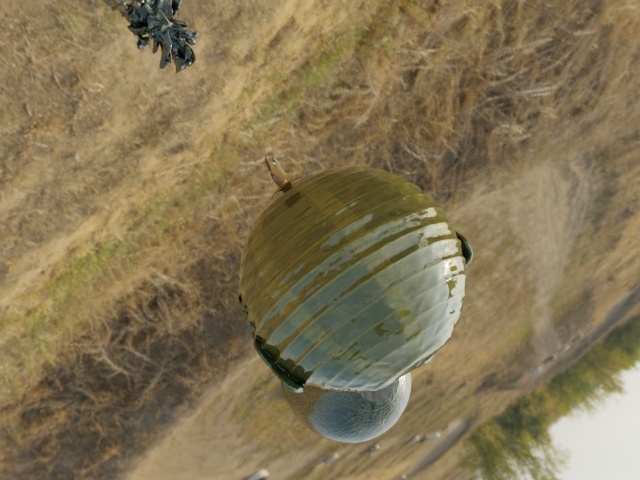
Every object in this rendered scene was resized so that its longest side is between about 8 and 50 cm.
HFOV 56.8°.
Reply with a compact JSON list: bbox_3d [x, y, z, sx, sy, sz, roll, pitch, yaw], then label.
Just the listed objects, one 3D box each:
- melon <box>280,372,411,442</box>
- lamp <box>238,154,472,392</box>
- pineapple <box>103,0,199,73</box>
[{"bbox_3d":[0.044,0.260,1.136,0.237,0.238,0.301,-29,-177,-19],"label":"melon"},{"bbox_3d":[0.016,0.022,0.636,0.250,0.284,0.250,-33,164,-11],"label":"lamp"},{"bbox_3d":[-0.207,-0.288,0.692,0.108,0.108,0.198,-36,126,-6],"label":"pineapple"}]
